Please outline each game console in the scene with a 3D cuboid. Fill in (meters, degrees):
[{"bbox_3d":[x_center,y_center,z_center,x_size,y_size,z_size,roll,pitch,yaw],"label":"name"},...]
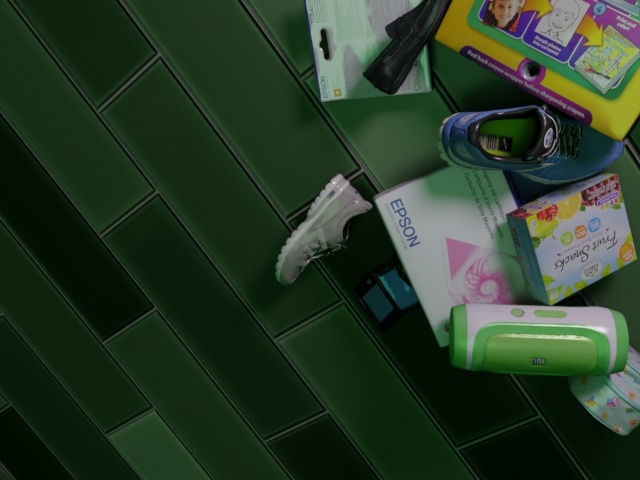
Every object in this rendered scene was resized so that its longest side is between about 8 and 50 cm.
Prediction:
[{"bbox_3d":[0.148,0.119,1.508,0.122,0.107,0.071,55,146,-8],"label":"game console"}]

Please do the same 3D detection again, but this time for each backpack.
[{"bbox_3d":[0.562,0.273,1.360,0.166,0.188,0.144,41,119,0],"label":"backpack"}]

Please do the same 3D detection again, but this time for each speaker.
[{"bbox_3d":[0.385,0.177,1.271,0.297,0.131,0.131,1,113,6],"label":"speaker"}]

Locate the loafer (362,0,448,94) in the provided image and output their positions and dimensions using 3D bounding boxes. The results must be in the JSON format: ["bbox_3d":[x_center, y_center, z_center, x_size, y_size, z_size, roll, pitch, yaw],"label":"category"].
[{"bbox_3d":[0.151,-0.361,1.238,0.078,0.076,0.223,29,124,-6],"label":"loafer"}]

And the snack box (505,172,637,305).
[{"bbox_3d":[0.458,-0.006,1.281,0.207,0.070,0.174,-24,106,-14],"label":"snack box"}]

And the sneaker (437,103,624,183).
[{"bbox_3d":[0.376,-0.162,1.209,0.330,0.147,0.129,0,95,-12],"label":"sneaker"}]

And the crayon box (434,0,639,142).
[{"bbox_3d":[0.415,-0.386,1.132,0.363,0.106,0.313,35,119,18],"label":"crayon box"}]

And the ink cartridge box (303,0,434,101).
[{"bbox_3d":[0.091,-0.379,1.320,0.224,0.045,0.223,-1,114,18],"label":"ink cartridge box"}]

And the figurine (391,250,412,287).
[{"bbox_3d":[0.290,0.061,1.427,0.209,0.092,0.215,-34,99,24],"label":"figurine"}]

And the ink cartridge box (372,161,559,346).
[{"bbox_3d":[0.313,-0.003,1.335,0.330,0.071,0.324,-24,100,9],"label":"ink cartridge box"}]

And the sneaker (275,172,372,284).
[{"bbox_3d":[0.000,0.000,1.485,0.115,0.105,0.281,36,119,2],"label":"sneaker"}]
